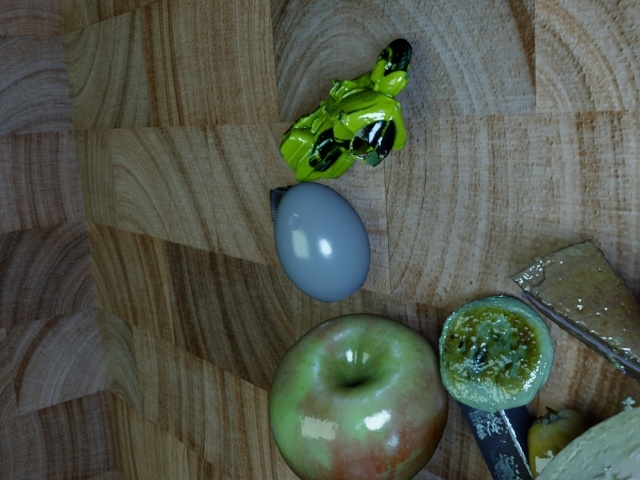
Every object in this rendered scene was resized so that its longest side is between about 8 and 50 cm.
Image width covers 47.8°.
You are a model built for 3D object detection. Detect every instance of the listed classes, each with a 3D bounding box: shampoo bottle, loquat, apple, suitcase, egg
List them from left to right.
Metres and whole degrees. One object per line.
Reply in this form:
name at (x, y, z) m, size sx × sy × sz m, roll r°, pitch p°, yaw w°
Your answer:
suitcase at (-0.058, -0.073, 1.540) m, size 0.126 × 0.059 × 0.086 m, roll 9°, pitch 105°, yaw 52°
egg at (0.000, 0.000, 1.377) m, size 0.176 × 0.176 × 0.232 m, roll -18°, pitch 96°, yaw 54°
apple at (0.068, 0.298, 1.280) m, size 0.319 × 0.319 × 0.277 m, roll 39°, pitch 157°, yaw 41°
shampoo bottle at (0.315, 0.351, 1.150) m, size 0.098 × 0.071 × 0.310 m, roll -40°, pitch 69°, yaw 44°
loquat at (0.351, 0.310, 1.045) m, size 0.112 × 0.137 × 0.137 m, roll -13°, pitch 89°, yaw 40°

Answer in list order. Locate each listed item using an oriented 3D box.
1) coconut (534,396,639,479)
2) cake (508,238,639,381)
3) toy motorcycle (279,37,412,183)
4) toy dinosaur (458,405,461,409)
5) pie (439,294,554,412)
coconut at (0.411, 0.407, 0.779) m, size 0.404 × 0.404 × 0.405 m, roll 19°, pitch 115°, yaw 50°
cake at (0.395, 0.113, 0.944) m, size 0.113 × 0.116 × 0.295 m, roll -45°, pitch 64°, yaw -1°
toy motorcycle at (0.053, -0.202, 1.292) m, size 0.342 × 0.142 × 0.206 m, roll -31°, pitch 37°, yaw 53°
toy dinosaur at (0.247, 0.270, 1.260) m, size 0.083 × 0.021 × 0.062 m, roll 40°, pitch 140°, yaw 35°
pie at (0.267, 0.174, 1.120) m, size 0.186 × 0.041 × 0.187 m, roll -9°, pitch 71°, yaw 28°
